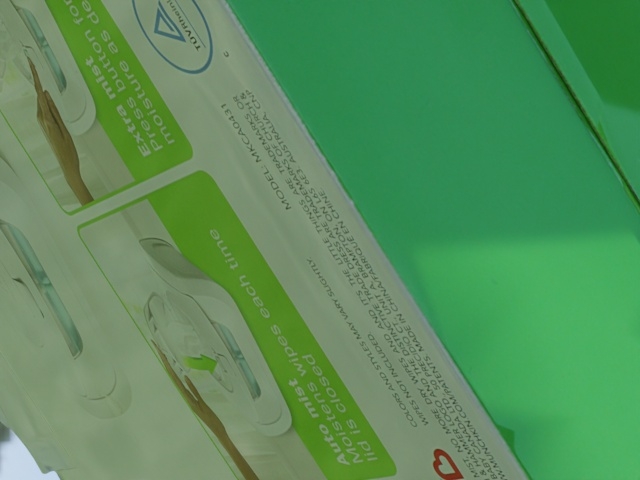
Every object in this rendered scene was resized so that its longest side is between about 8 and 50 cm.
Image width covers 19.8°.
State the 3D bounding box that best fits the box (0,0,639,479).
[{"bbox_3d":[0.000,0.000,0.479,0.262,0.127,0.231,57,-29,-8],"label":"box"}]
